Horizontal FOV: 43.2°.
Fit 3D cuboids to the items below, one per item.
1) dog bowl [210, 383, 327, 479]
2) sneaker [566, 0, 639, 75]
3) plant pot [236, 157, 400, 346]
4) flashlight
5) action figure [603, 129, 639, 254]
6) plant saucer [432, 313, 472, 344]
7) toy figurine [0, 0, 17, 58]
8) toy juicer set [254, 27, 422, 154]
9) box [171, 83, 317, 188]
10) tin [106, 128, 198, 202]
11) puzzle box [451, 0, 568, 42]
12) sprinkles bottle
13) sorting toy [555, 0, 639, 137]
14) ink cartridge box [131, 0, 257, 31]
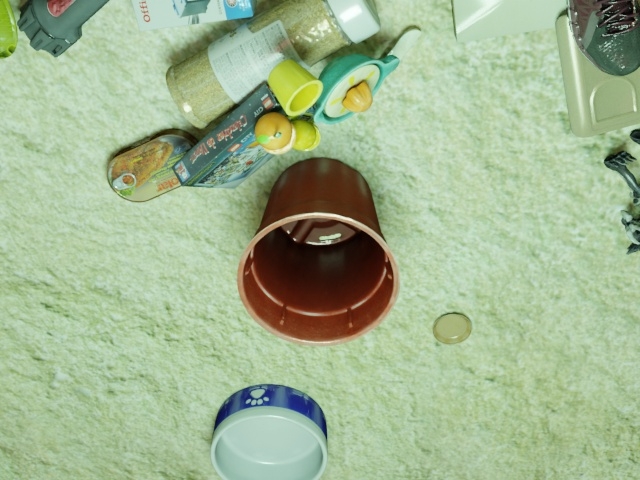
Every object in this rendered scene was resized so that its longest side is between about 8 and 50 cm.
[{"bbox_3d":[-0.115,0.457,1.841,0.264,0.104,0.265,0,123,0],"label":"dog bowl"},{"bbox_3d":[0.416,-0.351,1.174,0.106,0.163,0.281,-24,112,14],"label":"sneaker"},{"bbox_3d":[0.000,0.000,1.446,0.272,0.265,0.273,1,123,1],"label":"plant pot"},{"bbox_3d":[-0.371,-0.394,1.239,0.103,0.103,0.304,15,157,-42],"label":"flashlight"},{"bbox_3d":[0.617,-0.058,1.473,0.164,0.141,0.276,-32,116,7],"label":"action figure"},{"bbox_3d":[0.278,0.184,1.709,0.083,0.015,0.084,1,123,1],"label":"plant saucer"},{"bbox_3d":[-0.591,-0.424,1.194,0.191,0.217,0.363,2,118,2],"label":"toy figurine"},{"bbox_3d":[0.035,-0.221,1.322,0.089,0.329,0.209,49,139,18],"label":"toy juicer set"},{"bbox_3d":[-0.125,-0.173,1.399,0.233,0.159,0.044,-36,74,24],"label":"box"},{"bbox_3d":[-0.305,-0.138,1.498,0.189,0.040,0.106,-21,116,14],"label":"tin"},{"bbox_3d":[0.323,-0.522,1.226,0.271,0.052,0.409,-7,123,6],"label":"puzzle box"},{"bbox_3d":[-0.080,-0.314,1.327,0.355,0.121,0.121,-26,119,17],"label":"sprinkles bottle"},{"bbox_3d":[0.497,-0.334,1.295,0.228,0.041,0.307,-13,115,9],"label":"sorting toy"},{"bbox_3d":[-0.208,-0.420,1.285,0.190,0.082,0.140,-7,123,5],"label":"ink cartridge box"}]
